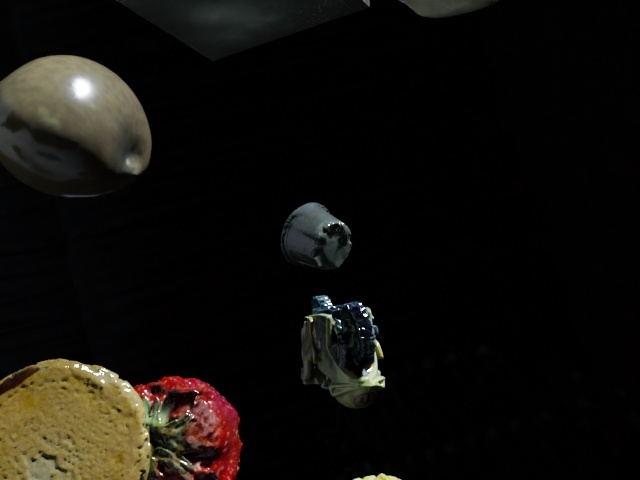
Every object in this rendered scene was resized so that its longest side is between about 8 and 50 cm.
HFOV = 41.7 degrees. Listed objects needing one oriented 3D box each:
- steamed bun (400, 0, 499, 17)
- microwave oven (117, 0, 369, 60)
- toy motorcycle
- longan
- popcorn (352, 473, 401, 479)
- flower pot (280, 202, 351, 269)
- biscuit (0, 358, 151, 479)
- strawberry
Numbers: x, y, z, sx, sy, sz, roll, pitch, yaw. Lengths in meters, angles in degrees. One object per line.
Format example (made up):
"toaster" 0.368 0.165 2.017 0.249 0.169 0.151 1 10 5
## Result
"steamed bun" 0.122 -0.379 0.666 0.367 0.255 0.342 -36 -108 24
"microwave oven" -0.170 -0.482 1.235 0.432 0.374 0.236 22 59 -60
"toy motorcycle" 0.050 0.247 1.932 0.410 0.168 0.237 -179 -95 -76
"longan" -0.480 -0.218 1.641 0.288 0.350 0.288 -1 -92 28
"popcorn" 0.085 0.405 1.292 0.097 0.109 0.089 -2 -71 41
"flower pot" 0.000 0.000 1.974 0.107 0.157 0.157 24 -52 43
"biscuit" -0.301 0.245 0.957 0.042 0.226 0.226 148 -72 -71
"strawberry" -0.276 0.388 1.611 0.220 0.274 0.274 75 0 -84
